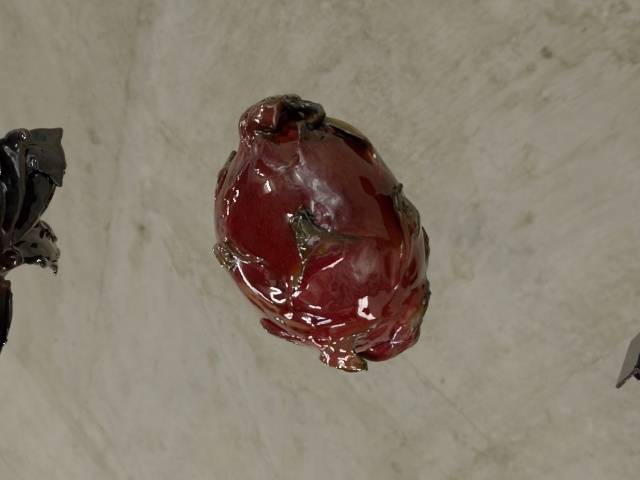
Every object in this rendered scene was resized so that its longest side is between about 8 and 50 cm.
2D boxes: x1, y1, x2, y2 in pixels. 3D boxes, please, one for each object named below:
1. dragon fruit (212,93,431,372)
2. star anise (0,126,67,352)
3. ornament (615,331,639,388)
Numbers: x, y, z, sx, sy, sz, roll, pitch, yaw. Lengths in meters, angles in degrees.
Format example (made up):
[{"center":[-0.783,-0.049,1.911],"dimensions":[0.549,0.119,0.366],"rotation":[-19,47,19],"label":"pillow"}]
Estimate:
[{"center":[-0.001,-0.004,0.870],"dimensions":[0.250,0.250,0.315],"rotation":[18,133,42],"label":"dragon fruit"},{"center":[-0.270,0.009,0.583],"dimensions":[0.129,0.282,0.212],"rotation":[12,142,-8],"label":"star anise"},{"center":[0.515,0.201,1.077],"dimensions":[0.203,0.088,0.081],"rotation":[25,156,5],"label":"ornament"}]
